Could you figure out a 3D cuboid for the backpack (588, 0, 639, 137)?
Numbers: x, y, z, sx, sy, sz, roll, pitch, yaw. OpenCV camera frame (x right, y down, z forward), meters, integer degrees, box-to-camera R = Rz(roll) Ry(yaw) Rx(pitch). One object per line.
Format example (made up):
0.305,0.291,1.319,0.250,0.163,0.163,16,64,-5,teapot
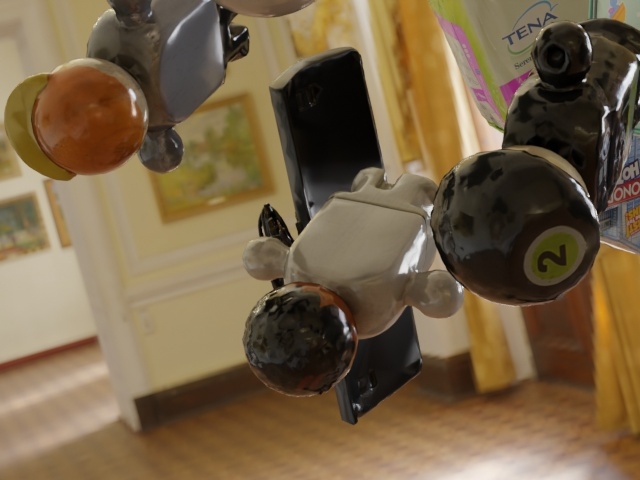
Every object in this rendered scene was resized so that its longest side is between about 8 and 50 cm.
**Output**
0.239,-0.130,0.749,0.144,0.166,0.188,-3,5,-28,backpack

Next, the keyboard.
0.000,0.000,0.674,0.038,0.192,0.100,-1,17,40,keyboard

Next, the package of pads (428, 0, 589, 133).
0.196,-0.257,1.115,0.229,0.297,0.101,-30,27,-5,package of pads

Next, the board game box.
0.340,-0.063,1.529,0.194,0.194,0.060,-19,22,-34,board game box

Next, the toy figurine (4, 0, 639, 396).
0.003,-0.051,0.509,0.209,0.213,0.148,-33,14,42,toy figurine
